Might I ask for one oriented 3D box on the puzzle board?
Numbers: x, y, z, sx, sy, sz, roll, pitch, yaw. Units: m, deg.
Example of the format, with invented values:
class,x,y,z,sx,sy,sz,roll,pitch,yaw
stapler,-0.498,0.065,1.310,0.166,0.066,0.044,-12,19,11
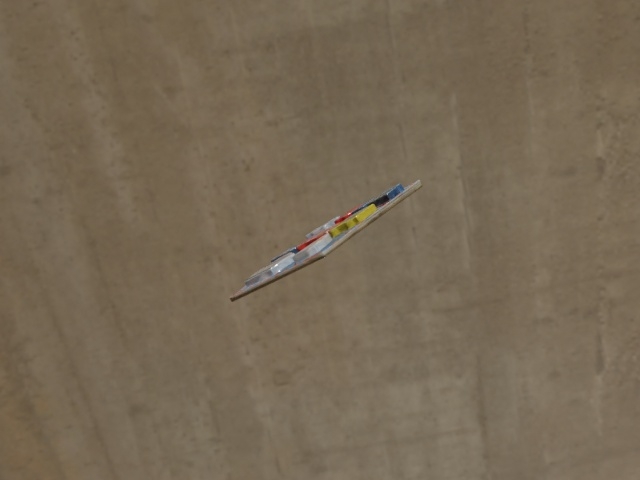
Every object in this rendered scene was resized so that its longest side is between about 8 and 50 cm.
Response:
class,x,y,z,sx,sy,sz,roll,pitch,yaw
puzzle board,0.000,0.000,0.655,0.011,0.096,0.128,57,-35,-3
